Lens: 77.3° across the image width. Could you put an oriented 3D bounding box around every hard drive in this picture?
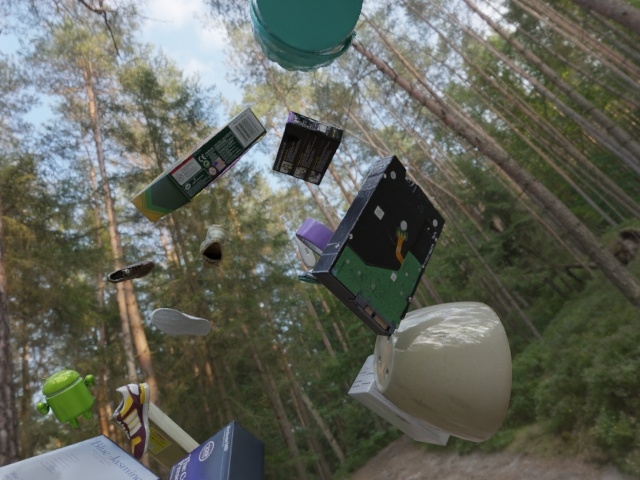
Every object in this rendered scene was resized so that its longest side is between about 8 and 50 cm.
[{"bbox_3d":[0.145,0.008,0.893,0.237,0.338,0.064,44,-31,-26],"label":"hard drive"}]

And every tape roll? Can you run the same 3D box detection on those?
[{"bbox_3d":[0.000,0.000,1.536,0.080,0.189,0.189,-53,-27,-9],"label":"tape roll"}]

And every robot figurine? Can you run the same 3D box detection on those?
[{"bbox_3d":[-0.490,0.304,0.779,0.101,0.115,0.067,-30,12,-35],"label":"robot figurine"}]

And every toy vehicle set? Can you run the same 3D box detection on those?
[{"bbox_3d":[-0.470,0.565,1.155,0.166,0.267,0.035,-40,8,32],"label":"toy vehicle set"}]

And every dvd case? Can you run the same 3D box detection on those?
[{"bbox_3d":[-0.439,0.440,0.730,0.022,0.181,0.253,-67,-21,-4],"label":"dvd case"}]

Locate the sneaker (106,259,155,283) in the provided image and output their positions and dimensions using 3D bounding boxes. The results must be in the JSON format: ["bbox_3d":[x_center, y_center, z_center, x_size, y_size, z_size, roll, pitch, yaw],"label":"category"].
[{"bbox_3d":[-0.782,0.133,1.654,0.189,0.066,0.071,-23,1,-14],"label":"sneaker"}]

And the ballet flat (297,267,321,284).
[{"bbox_3d":[0.006,0.125,1.381,0.070,0.189,0.070,-18,-67,-52],"label":"ballet flat"}]

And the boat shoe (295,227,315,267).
[{"bbox_3d":[-0.074,0.037,1.820,0.066,0.184,0.063,-21,-7,-30],"label":"boat shoe"}]

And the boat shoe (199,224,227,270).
[{"bbox_3d":[-0.463,0.047,1.707,0.105,0.089,0.285,10,-39,-14],"label":"boat shoe"}]

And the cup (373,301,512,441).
[{"bbox_3d":[0.266,0.303,0.985,0.237,0.330,0.331,8,-36,-6],"label":"cup"}]

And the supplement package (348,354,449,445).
[{"bbox_3d":[0.251,0.474,1.215,0.145,0.262,0.204,-55,-2,-25],"label":"supplement package"}]

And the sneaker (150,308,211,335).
[{"bbox_3d":[-0.655,0.364,1.777,0.169,0.108,0.293,-1,-22,38],"label":"sneaker"}]

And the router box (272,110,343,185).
[{"bbox_3d":[-0.036,-0.220,0.983,0.133,0.046,0.179,18,-31,-9],"label":"router box"}]

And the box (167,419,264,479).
[{"bbox_3d":[-0.200,0.497,0.721,0.184,0.261,0.103,-36,-68,7],"label":"box"}]

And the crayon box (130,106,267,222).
[{"bbox_3d":[-0.381,-0.233,1.250,0.313,0.106,0.363,-12,33,47],"label":"crayon box"}]

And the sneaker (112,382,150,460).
[{"bbox_3d":[-0.485,0.462,1.017,0.084,0.185,0.070,6,-20,-38],"label":"sneaker"}]

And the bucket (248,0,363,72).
[{"bbox_3d":[-0.035,-0.551,0.946,0.281,0.281,0.183,-26,14,-1],"label":"bucket"}]
